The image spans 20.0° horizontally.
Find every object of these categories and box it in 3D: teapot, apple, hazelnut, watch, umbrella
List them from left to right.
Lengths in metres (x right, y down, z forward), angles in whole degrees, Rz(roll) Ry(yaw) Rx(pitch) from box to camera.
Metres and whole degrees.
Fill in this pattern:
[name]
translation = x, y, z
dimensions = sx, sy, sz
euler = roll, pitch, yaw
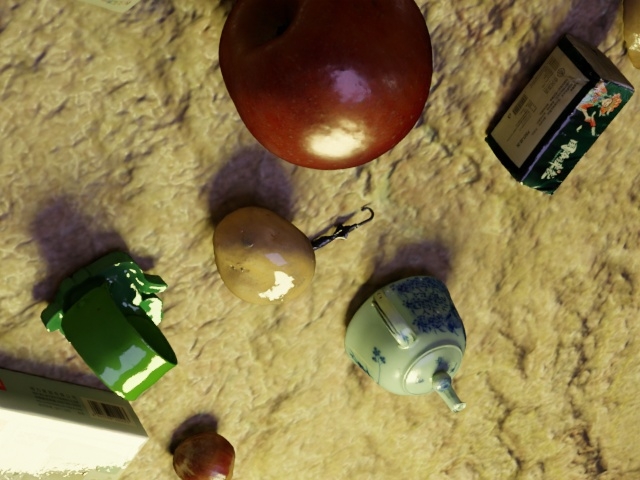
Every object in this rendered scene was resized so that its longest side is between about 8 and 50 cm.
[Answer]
[watch]
translation = -0.218, 0.106, 2.046
dimensions = 0.131, 0.152, 0.165
euler = -40, 140, 1
[hazelnut]
translation = -0.150, 0.287, 2.346
dimensions = 0.086, 0.086, 0.086
euler = -20, 139, -19
[umbrella]
translation = 0.002, 0.004, 2.207
dimensions = 0.149, 0.022, 0.022
euler = -32, 100, -4
[apple]
translation = 0.006, -0.184, 1.856
dimensions = 0.218, 0.218, 0.201
euler = -47, 135, 15
[teapot]
translation = 0.123, 0.137, 2.333
dimensions = 0.159, 0.159, 0.232
euler = -36, 142, 1

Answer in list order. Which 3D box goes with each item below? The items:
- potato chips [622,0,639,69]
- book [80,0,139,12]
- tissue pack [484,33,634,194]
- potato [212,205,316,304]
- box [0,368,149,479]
[potato chips]
translation = 0.451, -0.283, 2.210
dimensions = 0.195, 0.062, 0.208
euler = 4, 125, -42
[book]
translation = -0.157, -0.294, 1.699
dimensions = 0.232, 0.022, 0.162
euler = -33, 157, 26
[tissue pack]
translation = 0.289, -0.152, 2.193
dimensions = 0.090, 0.103, 0.170
euler = 19, 117, -38
[potato]
translation = -0.066, 0.018, 2.106
dimensions = 0.112, 0.112, 0.147
euler = -40, 134, 6
[box]
translation = -0.345, 0.234, 2.139
dimensions = 0.269, 0.079, 0.135
euler = 19, 116, -47
